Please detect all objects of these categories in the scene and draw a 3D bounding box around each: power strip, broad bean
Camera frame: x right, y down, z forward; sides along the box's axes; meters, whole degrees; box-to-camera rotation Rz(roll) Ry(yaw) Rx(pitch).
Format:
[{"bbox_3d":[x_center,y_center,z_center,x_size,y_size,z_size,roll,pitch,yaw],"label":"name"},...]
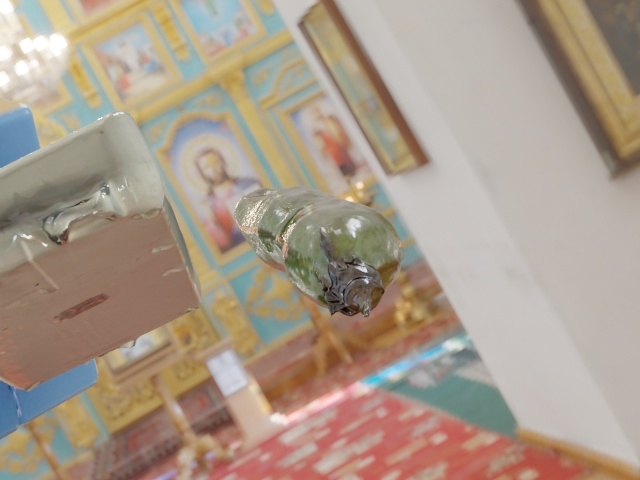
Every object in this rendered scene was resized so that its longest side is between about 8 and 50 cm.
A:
[{"bbox_3d":[-0.082,0.012,0.428,0.081,0.035,0.192,-26,-10,-7],"label":"power strip"},{"bbox_3d":[0.000,0.000,0.859,0.077,0.061,0.339,-3,8,-12],"label":"broad bean"}]

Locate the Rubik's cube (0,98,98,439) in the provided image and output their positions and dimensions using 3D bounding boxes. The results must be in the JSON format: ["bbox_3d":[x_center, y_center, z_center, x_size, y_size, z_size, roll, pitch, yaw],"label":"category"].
[{"bbox_3d":[-0.421,0.038,1.212,0.291,0.290,0.292,13,32,44],"label":"Rubik's cube"}]
